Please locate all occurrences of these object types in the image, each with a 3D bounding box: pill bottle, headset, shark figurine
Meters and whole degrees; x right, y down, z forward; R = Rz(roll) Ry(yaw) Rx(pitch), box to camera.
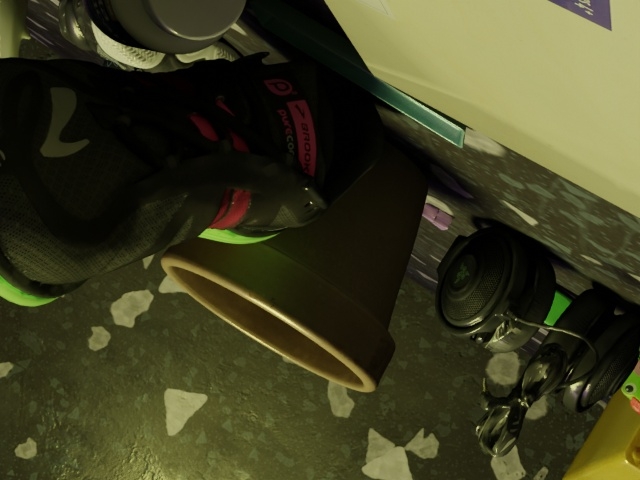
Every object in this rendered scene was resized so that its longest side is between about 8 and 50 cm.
[{"bbox_3d":[-0.111,-0.181,0.804,0.094,0.094,0.169,34,177,-25],"label":"pill bottle"},{"bbox_3d":[0.228,0.111,1.247,0.243,0.185,0.394,32,-171,1],"label":"headset"},{"bbox_3d":[-0.324,-0.278,1.246,0.116,0.278,0.166,-5,158,-20],"label":"shark figurine"}]

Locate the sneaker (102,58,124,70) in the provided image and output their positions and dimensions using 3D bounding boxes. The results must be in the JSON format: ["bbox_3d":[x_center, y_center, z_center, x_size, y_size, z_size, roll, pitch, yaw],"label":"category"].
[{"bbox_3d":[-0.183,-0.199,1.415,0.081,0.090,0.232,31,177,39],"label":"sneaker"}]

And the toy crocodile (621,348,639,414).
[{"bbox_3d":[0.463,0.231,1.347,0.340,0.105,0.115,43,-176,30],"label":"toy crocodile"}]

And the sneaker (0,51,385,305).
[{"bbox_3d":[-0.102,-0.078,0.850,0.482,0.202,0.185,-20,-92,-62],"label":"sneaker"}]

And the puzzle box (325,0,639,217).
[{"bbox_3d":[0.095,-0.094,0.410,0.272,0.052,0.409,32,177,20],"label":"puzzle box"}]

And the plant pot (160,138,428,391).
[{"bbox_3d":[0.000,0.000,1.200,0.263,0.229,0.263,31,168,7],"label":"plant pot"}]

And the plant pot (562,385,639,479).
[{"bbox_3d":[0.481,0.286,1.514,0.212,0.212,0.187,32,164,12],"label":"plant pot"}]

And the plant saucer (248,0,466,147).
[{"bbox_3d":[0.032,-0.133,0.868,0.192,0.018,0.067,32,177,8],"label":"plant saucer"}]

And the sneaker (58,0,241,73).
[{"bbox_3d":[-0.182,-0.207,1.223,0.153,0.101,0.268,32,172,37],"label":"sneaker"}]

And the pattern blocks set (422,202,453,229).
[{"bbox_3d":[0.028,-0.103,1.409,0.324,0.026,0.285,34,177,-18],"label":"pattern blocks set"}]
